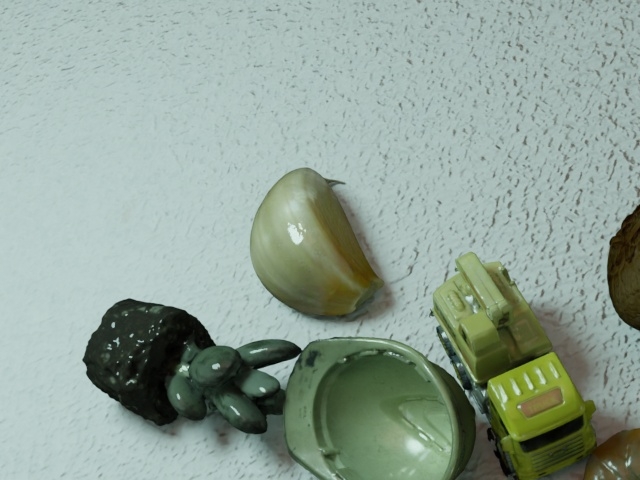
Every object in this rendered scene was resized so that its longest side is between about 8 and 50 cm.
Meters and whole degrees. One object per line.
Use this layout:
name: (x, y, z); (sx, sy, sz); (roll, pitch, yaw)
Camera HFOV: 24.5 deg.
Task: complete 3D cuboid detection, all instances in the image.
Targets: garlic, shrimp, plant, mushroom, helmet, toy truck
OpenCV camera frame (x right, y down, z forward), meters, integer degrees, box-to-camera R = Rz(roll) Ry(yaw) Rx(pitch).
garlic: (-0.014, -0.004, 1.989); (0.164, 0.145, 0.245); (2, 47, -22)
shrimp: (0.430, 0.304, 1.661); (0.287, 0.063, 0.152); (17, 63, 29)
plant: (-0.161, 0.170, 1.880); (0.274, 0.149, 0.146); (12, 75, 26)
mushroom: (0.452, 0.004, 1.783); (0.253, 0.253, 0.153); (-43, 90, -16)
helmet: (0.095, 0.216, 1.778); (0.257, 0.137, 0.204); (20, 101, 36)
toy truck: (0.226, 0.141, 1.779); (0.124, 0.157, 0.272); (-24, 52, -2)
